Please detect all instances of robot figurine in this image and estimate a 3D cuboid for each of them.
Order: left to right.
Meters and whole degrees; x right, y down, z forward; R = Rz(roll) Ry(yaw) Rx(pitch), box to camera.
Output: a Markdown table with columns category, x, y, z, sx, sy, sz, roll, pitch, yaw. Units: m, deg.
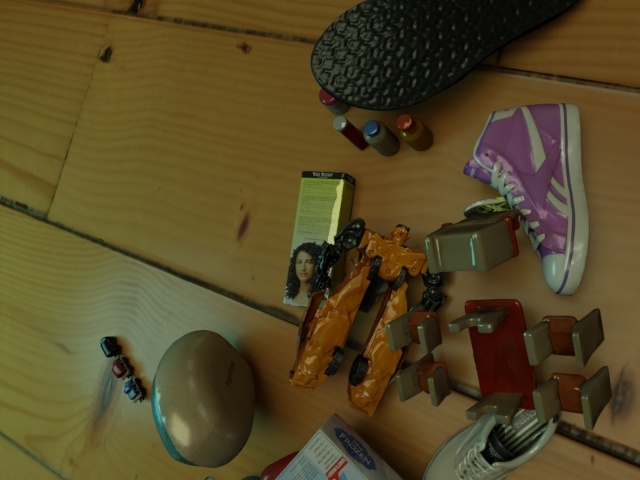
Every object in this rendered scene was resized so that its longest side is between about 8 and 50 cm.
| category | x | y | z | sx | sy | sz | roll | pitch | yaw |
| --- | --- | --- | --- | --- | --- | --- | --- | --- | --- |
| robot figurine | 0.069 | 0.109 | 0.894 | 0.210 | 0.085 | 0.291 | 23 | 91 | -7 |

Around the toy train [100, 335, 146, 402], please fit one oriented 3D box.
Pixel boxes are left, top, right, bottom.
| category | x | y | z | sx | sy | sz | roll | pitch | yaw |
| --- | --- | --- | --- | --- | --- | --- | --- | --- | --- |
| toy train | -0.392 | 0.253 | 1.136 | 0.027 | 0.036 | 0.158 | -45 | 67 | 13 |

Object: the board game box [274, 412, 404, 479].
| category | x | y | z | sx | sy | sz | roll | pitch | yaw |
| --- | --- | --- | --- | --- | --- | --- | --- | --- | --- |
| board game box | 0.037 | 0.472 | 0.829 | 0.318 | 0.066 | 0.319 | 43 | 113 | 13 |

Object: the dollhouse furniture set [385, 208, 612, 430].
| category | x | y | z | sx | sy | sz | roll | pitch | yaw |
| --- | --- | --- | --- | --- | --- | --- | --- | --- | --- |
| dollhouse furniture set | 0.229 | 0.100 | 0.760 | 0.261 | 0.135 | 0.259 | -6 | 100 | 43 |

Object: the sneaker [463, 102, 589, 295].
| category | x | y | z | sx | sy | sz | roll | pitch | yaw |
| --- | --- | --- | --- | --- | --- | --- | --- | --- | --- |
| sneaker | 0.287 | -0.059 | 0.822 | 0.160 | 0.102 | 0.283 | 0 | 71 | 9 |

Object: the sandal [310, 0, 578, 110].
| category | x | y | z | sx | sy | sz | roll | pitch | yaw |
| --- | --- | --- | --- | --- | --- | --- | --- | --- | --- |
| sandal | 0.198 | -0.321 | 0.889 | 0.445 | 0.107 | 0.168 | -24 | 92 | -2 |

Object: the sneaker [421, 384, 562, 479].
| category | x | y | z | sx | sy | sz | roll | pitch | yaw |
| --- | --- | --- | --- | --- | --- | --- | --- | --- | --- |
| sneaker | 0.230 | 0.299 | 0.811 | 0.094 | 0.091 | 0.258 | 44 | 101 | 23 |

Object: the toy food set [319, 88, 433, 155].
| category | x | y | z | sx | sy | sz | roll | pitch | yaw |
| --- | --- | --- | --- | --- | --- | --- | --- | --- | --- |
| toy food set | 0.071 | -0.222 | 0.955 | 0.111 | 0.104 | 0.232 | -43 | 68 | 13 |

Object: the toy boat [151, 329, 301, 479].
| category | x | y | z | sx | sy | sz | roll | pitch | yaw |
| --- | --- | --- | --- | --- | --- | --- | --- | --- | --- |
| toy boat | -0.160 | 0.311 | 0.931 | 0.148 | 0.267 | 0.318 | -36 | 101 | 11 |

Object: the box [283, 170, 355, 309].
| category | x | y | z | sx | sy | sz | roll | pitch | yaw |
| --- | --- | --- | --- | --- | --- | --- | --- | --- | --- |
| box | 0.000 | 0.000 | 0.982 | 0.087 | 0.058 | 0.233 | 4 | 83 | 25 |

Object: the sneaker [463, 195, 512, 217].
| category | x | y | z | sx | sy | sz | roll | pitch | yaw |
| --- | --- | --- | --- | --- | --- | --- | --- | --- | --- |
| sneaker | 0.262 | -0.046 | 0.882 | 0.083 | 0.031 | 0.035 | -16 | 76 | 22 |

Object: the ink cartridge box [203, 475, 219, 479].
| category | x | y | z | sx | sy | sz | roll | pitch | yaw |
| --- | --- | --- | --- | --- | --- | --- | --- | --- | --- |
| ink cartridge box | -0.085 | 0.472 | 0.808 | 0.223 | 0.045 | 0.224 | 15 | 112 | 22 |
